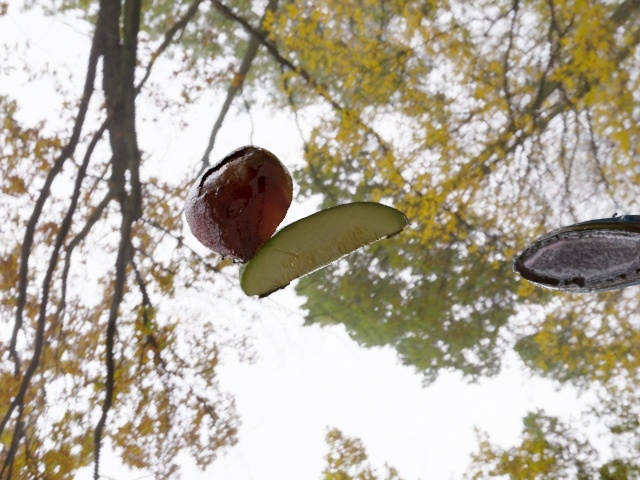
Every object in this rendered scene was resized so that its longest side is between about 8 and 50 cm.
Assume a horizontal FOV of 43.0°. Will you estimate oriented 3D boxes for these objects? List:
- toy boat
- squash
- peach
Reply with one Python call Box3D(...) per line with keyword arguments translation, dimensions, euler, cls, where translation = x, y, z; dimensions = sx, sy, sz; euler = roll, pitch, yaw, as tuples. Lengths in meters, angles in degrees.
Box3D(translation=(0.362, 0.019, 1.083), dimensions=(0.097, 0.223, 0.100), euler=(-6, -93, -47), cls="toy boat")
Box3D(translation=(0.000, 0.000, 1.318), dimensions=(0.169, 0.252, 0.093), euler=(-30, -84, -54), cls="squash")
Box3D(translation=(-0.140, -0.074, 1.327), dimensions=(0.189, 0.068, 0.279), euler=(-20, -139, 4), cls="peach")
